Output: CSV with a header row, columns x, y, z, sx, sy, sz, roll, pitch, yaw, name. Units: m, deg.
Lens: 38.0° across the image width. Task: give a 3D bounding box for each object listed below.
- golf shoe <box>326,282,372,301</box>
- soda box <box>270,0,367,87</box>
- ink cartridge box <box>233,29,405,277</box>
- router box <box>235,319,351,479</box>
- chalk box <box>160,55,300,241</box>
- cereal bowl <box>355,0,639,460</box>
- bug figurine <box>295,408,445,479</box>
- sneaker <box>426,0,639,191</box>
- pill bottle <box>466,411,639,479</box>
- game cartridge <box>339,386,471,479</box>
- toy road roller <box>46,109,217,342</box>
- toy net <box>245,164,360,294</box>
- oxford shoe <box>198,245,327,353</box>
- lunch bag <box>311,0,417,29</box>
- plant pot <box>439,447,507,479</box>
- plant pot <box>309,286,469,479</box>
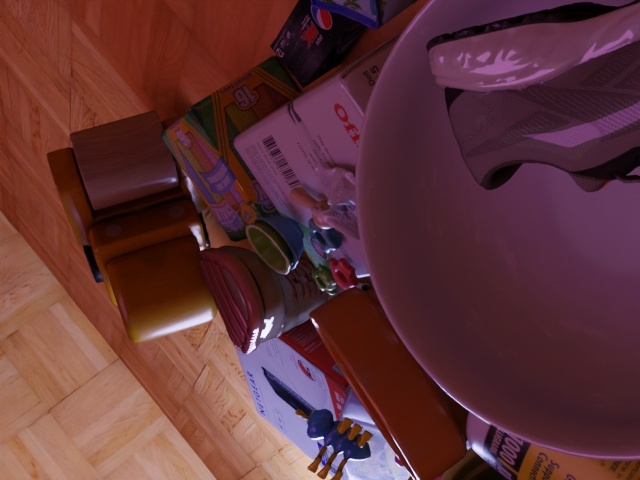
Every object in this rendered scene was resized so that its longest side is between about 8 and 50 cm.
x,y,z,sx,sy,sz,roll,pitch,yaw,name
0.080,0.131,1.227,0.176,0.069,0.086,53,150,-4,golf shoe
0.010,-0.214,0.899,0.060,0.053,0.169,52,156,1,soda box
0.049,-0.074,0.942,0.198,0.115,0.273,57,156,-9,ink cartridge box
-0.012,0.237,1.500,0.301,0.082,0.335,32,149,38,router box
-0.067,-0.085,1.112,0.213,0.132,0.132,56,155,-8,chalk box
0.196,-0.031,0.635,0.339,0.141,0.338,5,97,39,cereal bowl
0.114,0.196,1.118,0.216,0.279,0.072,37,-164,-1,bug figurine
0.184,-0.084,0.496,0.272,0.100,0.107,-3,103,46,sneaker
0.302,0.200,0.775,0.334,0.188,0.187,37,151,31,pill bottle
0.123,0.289,1.280,0.196,0.060,0.294,14,141,20,game cartridge
-0.254,-0.004,1.380,0.329,0.203,0.240,87,161,-54,toy road roller
0.000,0.000,0.932,0.122,0.045,0.232,52,157,0,toy net
-0.067,0.057,1.207,0.397,0.147,0.140,136,111,-82,oxford shoe
0.052,-0.254,0.682,0.096,0.129,0.151,29,145,39,lunch bag
0.241,0.374,1.071,0.276,0.276,0.254,45,165,16,plant pot
0.121,0.109,0.937,0.205,0.188,0.205,57,175,8,plant pot
